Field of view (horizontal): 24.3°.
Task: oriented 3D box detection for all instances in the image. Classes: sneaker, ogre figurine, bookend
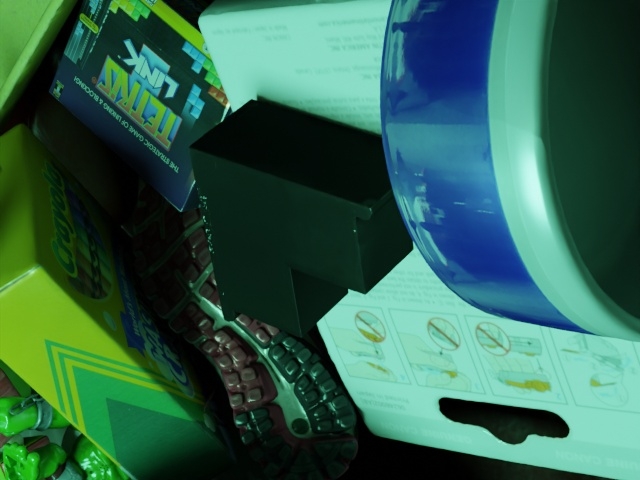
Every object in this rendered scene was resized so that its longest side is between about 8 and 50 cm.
[{"bbox_3d":[-0.064,0.068,1.251,0.112,0.121,0.299,12,-127,-84],"label":"sneaker"},{"bbox_3d":[-0.215,0.208,1.328,0.097,0.118,0.197,-29,96,46],"label":"ogre figurine"},{"bbox_3d":[0.000,0.000,1.037,0.157,0.072,0.156,19,134,33],"label":"bookend"}]

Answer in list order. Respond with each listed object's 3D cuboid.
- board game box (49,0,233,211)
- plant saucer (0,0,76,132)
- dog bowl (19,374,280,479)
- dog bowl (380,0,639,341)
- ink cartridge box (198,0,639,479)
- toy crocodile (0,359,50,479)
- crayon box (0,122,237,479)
[{"bbox_3d":[-0.129,-0.130,1.188,0.170,0.048,0.141,41,122,22],"label":"board game box"},{"bbox_3d":[-0.307,-0.261,1.249,0.333,0.081,0.333,60,142,12],"label":"plant saucer"},{"bbox_3d":[-0.147,0.261,1.467,0.349,0.102,0.349,24,131,32],"label":"dog bowl"},{"bbox_3d":[0.156,-0.080,0.802,0.104,0.265,0.265,6,120,45],"label":"dog bowl"},{"bbox_3d":[0.106,-0.016,1.052,0.308,0.091,0.385,3,125,43],"label":"ink cartridge box"},{"bbox_3d":[-0.295,0.214,1.416,0.105,0.115,0.340,-15,107,43],"label":"toy crocodile"},{"bbox_3d":[-0.200,0.047,1.210,0.323,0.083,0.203,50,-168,-37],"label":"crayon box"}]
